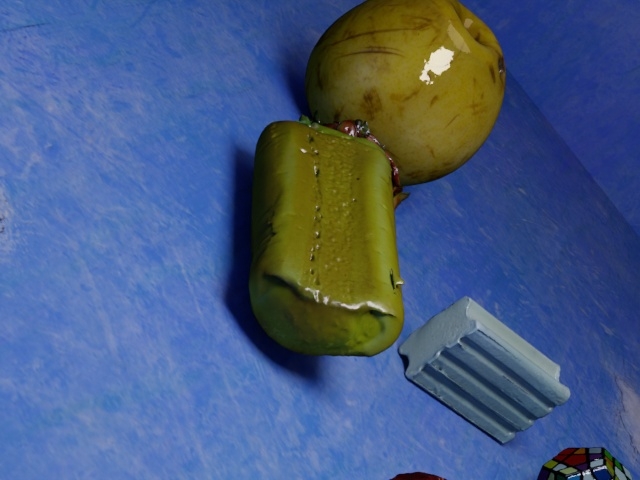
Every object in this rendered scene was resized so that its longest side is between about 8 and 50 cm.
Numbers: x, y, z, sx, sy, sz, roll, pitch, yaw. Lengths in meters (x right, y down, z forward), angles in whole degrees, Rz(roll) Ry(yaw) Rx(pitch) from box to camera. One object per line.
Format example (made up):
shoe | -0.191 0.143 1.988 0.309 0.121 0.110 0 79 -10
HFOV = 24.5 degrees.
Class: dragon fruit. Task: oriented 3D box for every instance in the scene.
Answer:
dragon fruit | 0.040 -0.071 1.808 0.138 0.142 0.175 83 8 -57

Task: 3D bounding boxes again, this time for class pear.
pear | 0.118 -0.211 2.011 0.281 0.281 0.280 44 21 -22

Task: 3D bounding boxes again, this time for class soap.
soap | 0.199 0.157 1.768 0.198 0.114 0.063 38 25 -36

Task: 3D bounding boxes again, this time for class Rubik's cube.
Rubik's cube | 0.317 0.312 1.766 0.133 0.133 0.112 55 -7 8

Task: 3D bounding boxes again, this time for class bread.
bread | 0.000 0.000 1.590 0.166 0.112 0.383 17 30 -11

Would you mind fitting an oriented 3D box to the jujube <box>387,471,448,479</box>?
jujube | 0.090 0.269 1.351 0.176 0.109 0.112 0 89 -69
